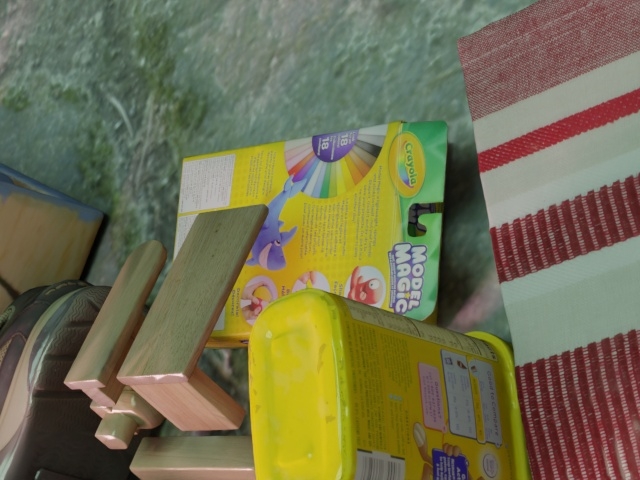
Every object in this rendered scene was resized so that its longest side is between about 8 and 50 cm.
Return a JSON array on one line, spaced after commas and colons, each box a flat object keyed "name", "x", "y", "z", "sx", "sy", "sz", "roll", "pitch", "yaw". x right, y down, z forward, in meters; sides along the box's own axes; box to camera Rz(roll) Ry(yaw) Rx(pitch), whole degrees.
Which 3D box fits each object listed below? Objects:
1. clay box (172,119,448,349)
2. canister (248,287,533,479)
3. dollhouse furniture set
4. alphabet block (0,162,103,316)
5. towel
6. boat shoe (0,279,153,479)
[{"name": "clay box", "x": 0.000, "y": 0.000, "z": 1.048, "sx": 0.222, "sy": 0.053, "sz": 0.127, "roll": -5, "pitch": 75, "yaw": 40}, {"name": "canister", "x": 0.043, "y": 0.099, "z": 0.896, "sx": 0.073, "sy": 0.170, "sz": 0.126, "roll": -21, "pitch": 63, "yaw": 36}, {"name": "dollhouse furniture set", "x": -0.066, "y": 0.077, "z": 1.046, "sx": 0.144, "sy": 0.151, "sz": 0.123, "roll": -7, "pitch": 48, "yaw": 41}, {"name": "alphabet block", "x": -0.313, "y": 0.025, "z": 1.236, "sx": 0.193, "sy": 0.192, "sz": 0.197, "roll": 23, "pitch": 94, "yaw": 46}, {"name": "towel", "x": 0.200, "y": -0.006, "z": 0.882, "sx": 0.237, "sy": 0.037, "sz": 0.329, "roll": -22, "pitch": 64, "yaw": 34}, {"name": "boat shoe", "x": -0.220, "y": 0.193, "z": 1.156, "sx": 0.130, "sy": 0.132, "sz": 0.355, "roll": 18, "pitch": 81, "yaw": 54}]
